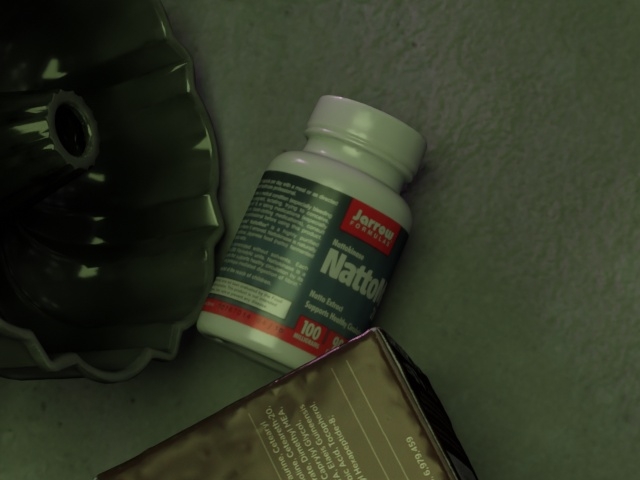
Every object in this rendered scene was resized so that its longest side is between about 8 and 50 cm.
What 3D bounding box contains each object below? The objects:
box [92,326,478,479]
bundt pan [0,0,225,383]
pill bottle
[{"bbox_3d":[0.000,0.184,1.175,0.203,0.168,0.167,-28,72,4],"label":"box"},{"bbox_3d":[-0.206,-0.058,1.220,0.124,0.331,0.330,-15,73,30],"label":"bundt pan"},{"bbox_3d":[0.000,0.000,1.253,0.108,0.108,0.180,21,82,17],"label":"pill bottle"}]
